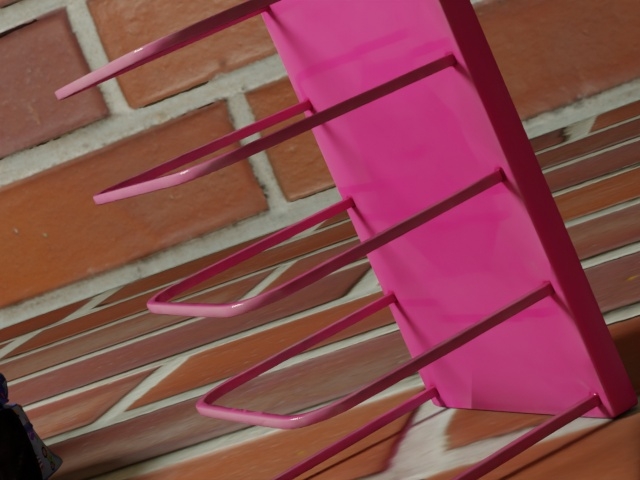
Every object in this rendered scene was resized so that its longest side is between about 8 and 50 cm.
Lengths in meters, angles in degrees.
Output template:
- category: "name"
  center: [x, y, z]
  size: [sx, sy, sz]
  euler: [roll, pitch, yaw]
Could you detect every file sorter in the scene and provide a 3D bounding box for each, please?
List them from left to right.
- category: "file sorter"
  center: [0.000, 0.000, 0.926]
  size: [0.182, 0.290, 0.202]
  euler: [-27, 8, -24]

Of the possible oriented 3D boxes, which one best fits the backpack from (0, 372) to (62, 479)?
- category: "backpack"
  center: [-0.280, 0.165, 1.230]
  size: [0.158, 0.117, 0.173]
  euler: [-19, 4, 11]
